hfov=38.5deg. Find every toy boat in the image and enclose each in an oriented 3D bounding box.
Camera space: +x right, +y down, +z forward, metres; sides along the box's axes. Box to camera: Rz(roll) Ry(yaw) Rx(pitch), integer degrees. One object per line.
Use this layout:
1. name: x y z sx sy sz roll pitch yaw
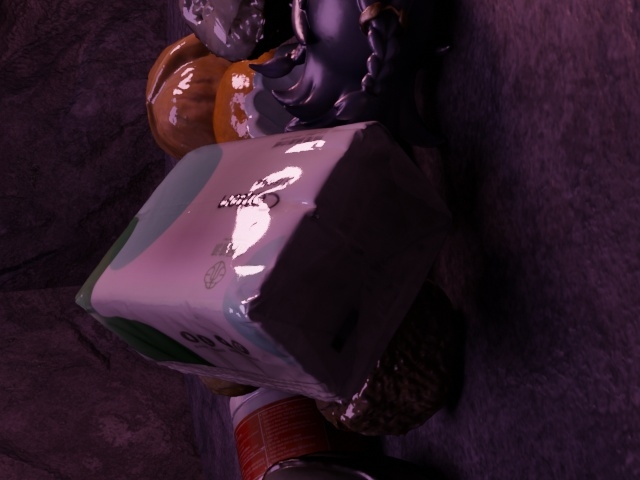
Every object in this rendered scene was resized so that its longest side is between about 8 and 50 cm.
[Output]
1. toy boat: 0.011 -0.161 1.247 0.100 0.199 0.290 48 -168 -47

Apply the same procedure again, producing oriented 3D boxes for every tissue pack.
1. tissue pack: -0.072 0.020 1.024 0.356 0.266 0.194 -2 138 50

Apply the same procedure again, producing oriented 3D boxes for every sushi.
1. sushi: -0.056 -0.402 1.242 0.234 0.207 0.348 41 131 20

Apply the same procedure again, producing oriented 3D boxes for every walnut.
1. walnut: -0.190 -0.257 1.704 0.296 0.285 0.285 -122 30 -45

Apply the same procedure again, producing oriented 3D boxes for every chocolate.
1. chocolate: 0.043 0.358 1.140 0.283 0.284 0.186 178 105 -74

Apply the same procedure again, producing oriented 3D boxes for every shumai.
1. shumai: 0.072 0.125 1.119 0.175 0.166 0.205 -124 57 -75

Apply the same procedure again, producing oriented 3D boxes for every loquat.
1. loquat: -0.077 -0.192 1.456 0.238 0.193 0.238 -178 90 -71

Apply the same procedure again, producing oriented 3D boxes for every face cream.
1. face cream: -0.030 0.318 1.424 0.201 0.201 0.187 106 154 -51

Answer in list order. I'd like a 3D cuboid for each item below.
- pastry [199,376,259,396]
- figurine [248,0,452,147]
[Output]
1. pastry: -0.058 0.095 1.334 0.136 0.329 0.329 43 159 0
2. figurine: 0.046 -0.209 1.056 0.197 0.175 0.264 -8 88 47
